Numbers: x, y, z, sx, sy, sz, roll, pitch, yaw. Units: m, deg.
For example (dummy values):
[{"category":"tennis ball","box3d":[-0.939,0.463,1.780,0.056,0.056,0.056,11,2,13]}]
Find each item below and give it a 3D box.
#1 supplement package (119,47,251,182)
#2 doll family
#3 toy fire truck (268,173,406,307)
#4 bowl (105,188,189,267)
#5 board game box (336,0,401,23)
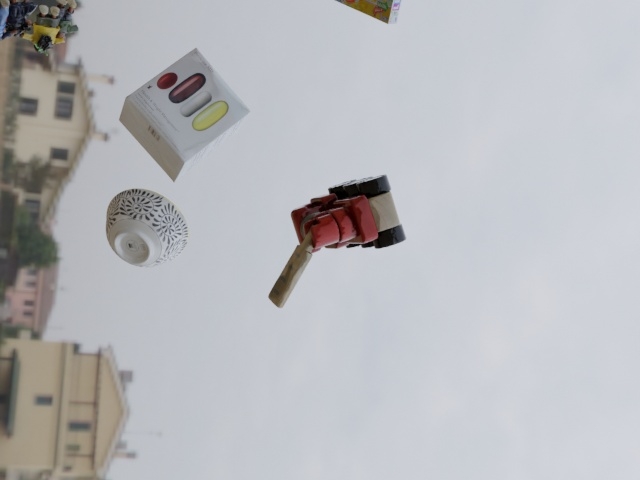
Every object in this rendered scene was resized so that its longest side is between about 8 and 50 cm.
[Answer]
[{"category":"supplement package","box3d":[-0.305,-0.280,2.123,0.203,0.194,0.149,-42,-178,-23]},{"category":"doll family","box3d":[-0.533,-0.386,1.713,0.111,0.193,0.076,-56,-144,44]},{"category":"toy fire truck","box3d":[0.000,0.000,1.634,0.217,0.247,0.158,1,-71,71]},{"category":"bowl","box3d":[-0.343,-0.006,1.798,0.080,0.170,0.170,-67,177,-53]},{"category":"board game box","box3d":[0.095,-0.491,1.826,0.154,0.026,0.103,34,-55,37]}]
